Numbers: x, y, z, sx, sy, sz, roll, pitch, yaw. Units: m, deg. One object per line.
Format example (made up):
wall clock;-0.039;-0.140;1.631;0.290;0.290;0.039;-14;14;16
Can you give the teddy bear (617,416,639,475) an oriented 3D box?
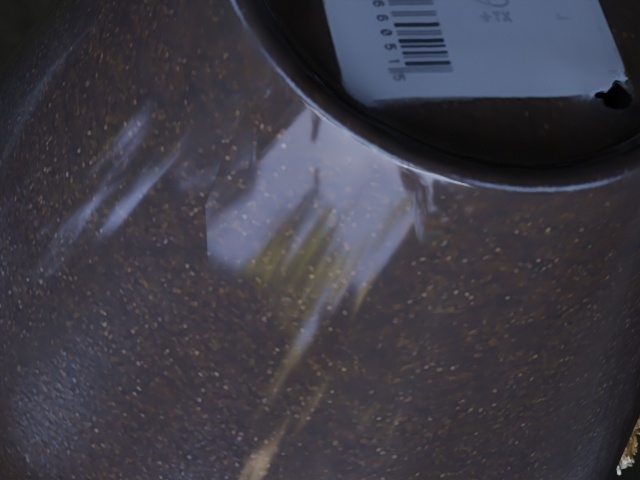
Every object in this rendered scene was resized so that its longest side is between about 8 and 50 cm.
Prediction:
teddy bear;0.184;0.020;1.038;0.338;0.113;0.245;99;148;-55

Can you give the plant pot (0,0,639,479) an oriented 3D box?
plant pot;0.000;0.000;0.447;0.215;0.215;0.230;38;148;5
